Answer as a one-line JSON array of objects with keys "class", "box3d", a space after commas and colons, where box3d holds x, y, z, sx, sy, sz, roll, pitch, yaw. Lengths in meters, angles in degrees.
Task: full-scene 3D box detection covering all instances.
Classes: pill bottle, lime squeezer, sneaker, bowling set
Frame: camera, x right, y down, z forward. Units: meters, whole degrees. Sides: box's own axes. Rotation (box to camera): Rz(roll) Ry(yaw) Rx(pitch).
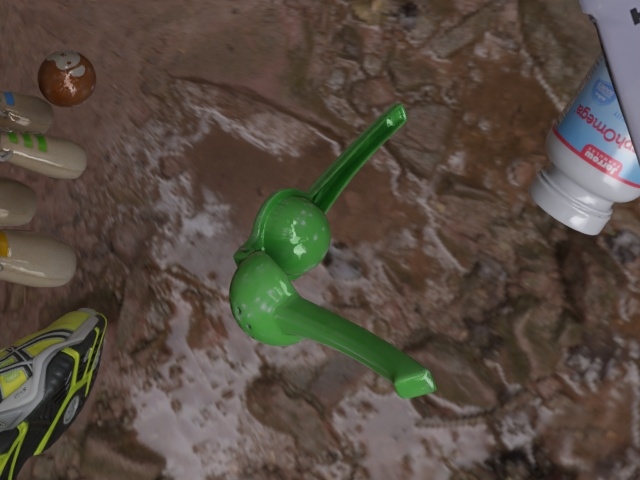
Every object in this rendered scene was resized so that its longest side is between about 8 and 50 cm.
[{"class": "pill bottle", "box3d": [0.228, -0.087, 1.000, 0.087, 0.087, 0.160, 24, 112, -17]}, {"class": "lime squeezer", "box3d": [0.000, 0.000, 0.755, 0.110, 0.310, 0.059, -32, 114, 18]}, {"class": "sneaker", "box3d": [-0.378, 0.184, 1.527, 0.147, 0.384, 0.145, 23, 125, 12]}, {"class": "bowling set", "box3d": [-0.313, -0.102, 1.213, 0.154, 0.287, 0.200, 13, 107, -39]}]

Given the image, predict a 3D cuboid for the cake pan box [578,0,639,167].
[{"class": "cake pan box", "box3d": [0.170, -0.103, 0.437, 0.246, 0.070, 0.267, -4, 75, -43]}]
